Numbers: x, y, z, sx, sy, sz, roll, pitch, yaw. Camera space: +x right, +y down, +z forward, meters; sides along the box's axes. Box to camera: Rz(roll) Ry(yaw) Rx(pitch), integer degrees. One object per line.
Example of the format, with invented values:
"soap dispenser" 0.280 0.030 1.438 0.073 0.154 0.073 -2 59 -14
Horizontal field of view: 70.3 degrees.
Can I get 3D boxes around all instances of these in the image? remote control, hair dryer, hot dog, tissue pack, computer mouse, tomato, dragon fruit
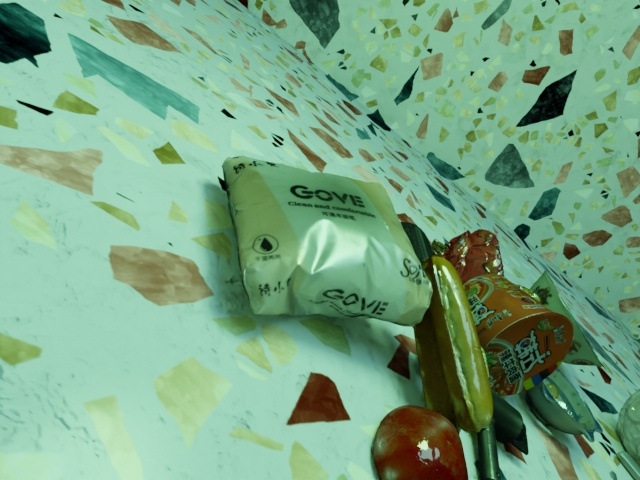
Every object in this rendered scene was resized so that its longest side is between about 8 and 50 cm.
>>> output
"remote control" 0.909 0.699 1.226 0.067 0.029 0.261 19 31 -41
"hair dryer" 0.323 0.390 0.838 0.195 0.078 0.248 38 34 -8
"hot dog" 0.236 0.174 0.835 0.100 0.135 0.338 5 59 -18
"tissue pack" 0.000 0.000 0.860 0.375 0.195 0.390 11 36 -28
"computer mouse" 0.203 0.011 1.249 0.264 0.088 0.147 21 48 -40
"tomato" 0.163 0.314 0.687 0.166 0.082 0.174 35 27 -12
"dragon fruit" 0.421 0.042 1.355 0.204 0.152 0.317 3 20 6

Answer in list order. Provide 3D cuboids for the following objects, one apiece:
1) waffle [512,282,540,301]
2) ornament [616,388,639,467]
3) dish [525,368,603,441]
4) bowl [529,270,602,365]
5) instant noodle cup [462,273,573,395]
"waffle" 0.568 0.151 1.481 0.243 0.059 0.238 14 1 -9
"ornament" 1.085 0.579 1.341 0.337 0.337 0.337 33 25 -18
"dish" 0.580 0.408 1.146 0.227 0.086 0.236 5 44 -52
"bowl" 0.762 0.283 1.504 0.337 0.157 0.337 45 26 -29
"instant noodle cup" 0.429 0.214 1.087 0.250 0.250 0.192 27 18 -29
